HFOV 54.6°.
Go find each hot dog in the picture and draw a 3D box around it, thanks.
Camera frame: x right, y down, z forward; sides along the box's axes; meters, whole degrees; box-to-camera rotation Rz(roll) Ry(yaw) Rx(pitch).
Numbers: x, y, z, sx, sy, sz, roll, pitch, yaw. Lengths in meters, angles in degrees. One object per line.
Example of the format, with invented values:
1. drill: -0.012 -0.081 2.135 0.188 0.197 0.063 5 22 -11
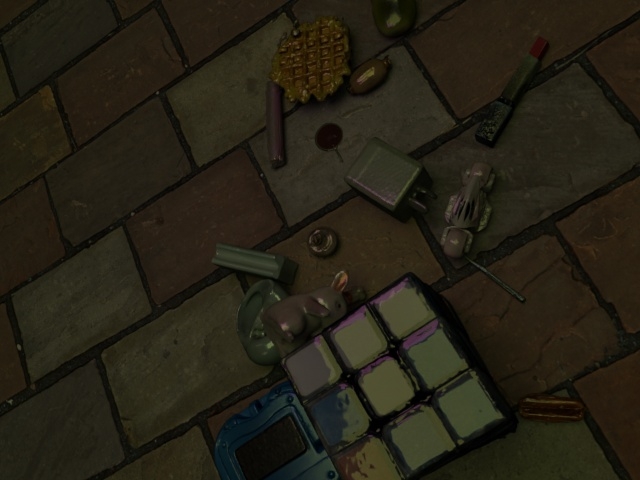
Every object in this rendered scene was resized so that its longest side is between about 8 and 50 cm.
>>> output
1. hot dog: 0.511 0.370 1.367 0.144 0.038 0.062 -2 73 18

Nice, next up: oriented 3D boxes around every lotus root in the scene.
1. lotus root: 0.136 -0.455 1.708 0.150 0.062 0.073 -37 67 10

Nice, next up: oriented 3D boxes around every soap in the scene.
1. soap: -0.175 0.061 1.659 0.198 0.119 0.066 11 83 23

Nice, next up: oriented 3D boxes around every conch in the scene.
1. conch: -0.135 0.214 1.603 0.185 0.121 0.221 -3 70 15

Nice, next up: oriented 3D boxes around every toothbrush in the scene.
1. toothbrush: 0.404 0.075 1.497 0.019 0.016 0.219 -46 64 -5

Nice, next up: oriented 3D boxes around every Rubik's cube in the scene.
1. Rubik's cube: 0.182 0.319 1.329 0.362 0.359 0.363 -32 68 12

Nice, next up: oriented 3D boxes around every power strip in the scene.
1. power strip: 0.196 -0.137 1.562 0.224 0.140 0.139 35 89 23

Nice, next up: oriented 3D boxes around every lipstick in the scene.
1. lipstick: 0.491 -0.382 1.563 0.051 0.051 0.312 31 88 26

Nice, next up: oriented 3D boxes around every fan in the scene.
1. fan: 0.033 -0.271 1.730 0.085 0.005 0.133 -31 67 10

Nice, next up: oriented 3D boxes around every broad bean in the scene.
1. broad bean: 0.202 -0.655 1.733 0.124 0.082 0.174 -22 80 14

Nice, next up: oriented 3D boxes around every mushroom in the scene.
1. mushroom: 0.000 0.000 1.631 0.085 0.079 0.085 -7 71 20

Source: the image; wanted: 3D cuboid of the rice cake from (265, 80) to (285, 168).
1. rice cake: -0.131 -0.336 1.785 0.055 0.049 0.270 -4 73 5

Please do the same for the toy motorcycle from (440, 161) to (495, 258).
1. toy motorcycle: 0.357 -0.080 1.499 0.112 0.112 0.254 17 77 23

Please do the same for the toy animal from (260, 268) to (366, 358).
1. toy animal: 0.004 0.176 1.489 0.282 0.140 0.138 -19 49 -16

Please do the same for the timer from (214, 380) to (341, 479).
1. timer: -0.092 0.528 1.512 0.340 0.115 0.309 -36 64 9

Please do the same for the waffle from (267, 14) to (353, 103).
1. waffle: -0.017 -0.510 1.755 0.262 0.060 0.280 41 86 25
